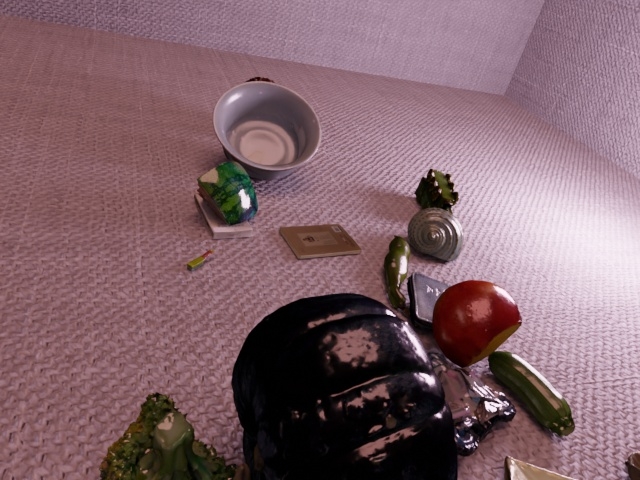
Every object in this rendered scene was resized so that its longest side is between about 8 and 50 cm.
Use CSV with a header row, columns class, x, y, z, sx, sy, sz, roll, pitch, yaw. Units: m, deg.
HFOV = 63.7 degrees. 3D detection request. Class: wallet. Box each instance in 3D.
class,x,y,z,sx,sy,sz,roll,pitch,yaw
wallet,0.316,0.168,1.260,0.222,0.036,0.167,18,38,-8

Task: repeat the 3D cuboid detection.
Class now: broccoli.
class,x,y,z,sx,sy,sz,roll,pitch,yaw
broccoli,-0.205,0.299,0.704,0.194,0.194,0.219,-3,43,-28

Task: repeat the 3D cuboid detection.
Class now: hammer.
class,x,y,z,sx,sy,sz,roll,pitch,yaw
hammer,-0.104,0.369,0.619,0.028,0.060,0.195,9,32,-7

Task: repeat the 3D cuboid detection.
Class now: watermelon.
class,x,y,z,sx,sy,sz,roll,pitch,yaw
watermelon,-0.226,-0.125,1.407,0.146,0.128,0.231,45,36,9

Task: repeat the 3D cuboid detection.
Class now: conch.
class,x,y,z,sx,sy,sz,roll,pitch,yaw
conch,0.349,-0.033,1.531,0.172,0.131,0.200,20,32,8

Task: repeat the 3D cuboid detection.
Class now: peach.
class,x,y,z,sx,sy,sz,roll,pitch,yaw
peach,0.335,0.182,1.099,0.190,0.190,0.192,10,41,-9

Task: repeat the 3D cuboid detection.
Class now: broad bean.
class,x,y,z,sx,sy,sz,roll,pitch,yaw
broad bean,0.211,0.088,1.360,0.098,0.056,0.318,25,36,-21

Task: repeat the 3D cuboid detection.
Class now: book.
class,x,y,z,sx,sy,sz,roll,pitch,yaw
book,0.000,0.000,1.432,0.199,0.016,0.138,-4,37,-30

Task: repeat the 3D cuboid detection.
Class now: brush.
class,x,y,z,sx,sy,sz,roll,pitch,yaw
brush,-0.284,0.047,1.227,0.019,0.021,0.083,27,39,20

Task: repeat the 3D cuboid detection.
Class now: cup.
class,x,y,z,sx,sy,sz,roll,pitch,yaw
cup,-0.184,-0.332,1.680,0.347,0.163,0.347,7,62,-14

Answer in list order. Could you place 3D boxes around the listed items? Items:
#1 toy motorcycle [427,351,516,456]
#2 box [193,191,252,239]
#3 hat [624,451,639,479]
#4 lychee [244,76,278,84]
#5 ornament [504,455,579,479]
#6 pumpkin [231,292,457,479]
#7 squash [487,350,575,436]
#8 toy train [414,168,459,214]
class,x,y,z,sx,sy,sz,roll,pitch,yaw
toy motorcycle,0.254,0.300,0.996,0.204,0.108,0.239,43,15,30
box,-0.269,-0.071,1.414,0.109,0.029,0.198,-4,38,-29
hat,0.638,0.475,0.934,0.147,0.085,0.175,-4,58,-47
lychee,-0.210,-0.467,1.888,0.271,0.236,0.236,36,28,-16
ornament,0.379,0.443,0.872,0.201,0.059,0.180,-2,34,-31
pumpkin,0.024,0.250,0.722,0.266,0.363,0.363,-12,39,-18
squash,0.444,0.313,1.085,0.077,0.068,0.219,-20,44,-19
toy train,0.387,-0.145,1.724,0.090,0.137,0.225,15,35,-10
